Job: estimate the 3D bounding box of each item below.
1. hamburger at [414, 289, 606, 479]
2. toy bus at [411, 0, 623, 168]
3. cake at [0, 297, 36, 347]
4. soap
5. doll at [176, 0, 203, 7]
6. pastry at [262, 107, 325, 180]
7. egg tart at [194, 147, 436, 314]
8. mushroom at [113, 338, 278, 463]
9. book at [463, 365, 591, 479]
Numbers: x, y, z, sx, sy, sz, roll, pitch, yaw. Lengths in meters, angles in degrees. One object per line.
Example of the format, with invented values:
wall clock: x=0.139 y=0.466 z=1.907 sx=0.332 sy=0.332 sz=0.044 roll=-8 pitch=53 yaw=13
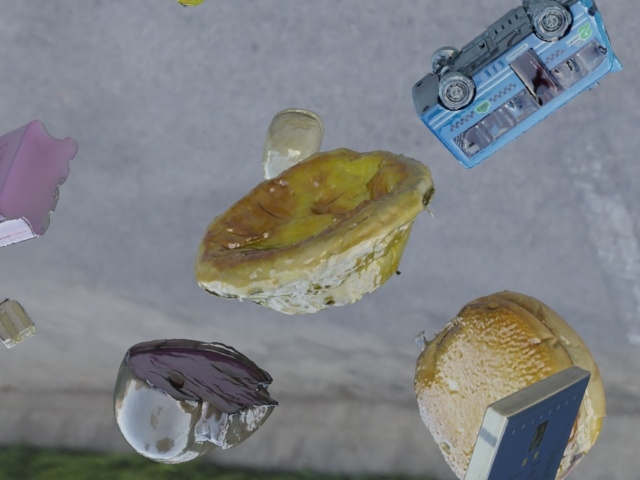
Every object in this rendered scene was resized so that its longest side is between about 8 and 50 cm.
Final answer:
hamburger: x=0.275 y=0.229 z=1.985 sx=0.170 sy=0.314 sz=0.290 roll=3 pitch=136 yaw=-49
toy bus: x=0.238 y=-0.206 z=1.597 sx=0.246 sy=0.113 sz=0.134 roll=-35 pitch=113 yaw=15
cake: x=-0.415 y=0.124 z=1.800 sx=0.065 sy=0.052 sz=0.121 roll=66 pitch=166 yaw=-20
soap: x=-0.355 y=-0.056 z=1.468 sx=0.065 sy=0.122 sz=0.203 roll=29 pitch=157 yaw=-29
doll: x=-0.139 y=-0.385 z=1.755 sx=0.241 sy=0.135 sz=0.098 roll=-18 pitch=104 yaw=43
pastry: x=-0.045 y=-0.142 z=2.174 sx=0.092 sy=0.156 sz=0.156 roll=12 pitch=158 yaw=8
egg tart: x=-0.001 y=0.001 z=1.718 sx=0.341 sy=0.341 sz=0.132 roll=-1 pitch=123 yaw=41
mushroom: x=-0.136 y=0.167 z=1.329 sx=0.141 sy=0.117 sz=0.188 roll=41 pitch=-155 yaw=22
book: x=0.162 y=0.252 z=1.188 sx=0.025 sy=0.269 sz=0.191 roll=24 pitch=-161 yaw=28
